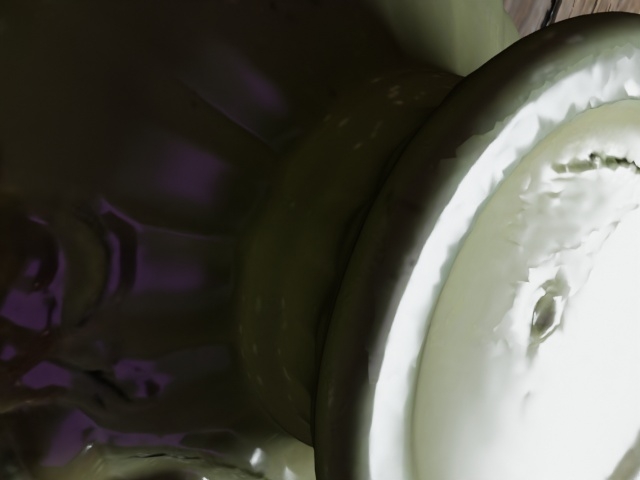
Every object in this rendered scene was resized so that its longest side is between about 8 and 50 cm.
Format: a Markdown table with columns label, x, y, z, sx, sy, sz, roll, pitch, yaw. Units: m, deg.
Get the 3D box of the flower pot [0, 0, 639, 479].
| label | x | y | z | sx | sy | sz | roll | pitch | yaw |
| --- | --- | --- | --- | --- | --- | --- | --- | --- | --- |
| flower pot | 0.000 | 0.000 | 0.552 | 0.307 | 0.244 | 0.307 | -20 | 119 | -40 |
